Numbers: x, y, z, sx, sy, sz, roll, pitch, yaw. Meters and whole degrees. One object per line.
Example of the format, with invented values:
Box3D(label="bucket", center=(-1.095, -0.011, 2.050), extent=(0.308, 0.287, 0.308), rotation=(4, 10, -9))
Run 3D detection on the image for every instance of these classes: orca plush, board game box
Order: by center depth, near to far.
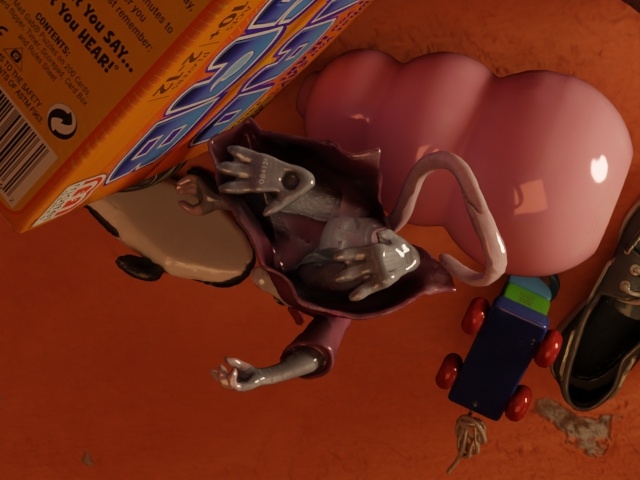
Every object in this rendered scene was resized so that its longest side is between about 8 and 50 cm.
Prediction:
Box3D(label="board game box", center=(-0.154, -0.288, 0.912), extent=(0.356, 0.356, 0.356), rotation=(-40, 87, 30))
Box3D(label="orca plush", center=(-0.209, -0.010, 1.295), extent=(0.287, 0.151, 0.102), rotation=(12, 154, 3))

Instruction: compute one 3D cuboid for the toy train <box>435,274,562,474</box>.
Box3D(label="toy train", center=(0.197, 0.139, 1.267), extent=(0.105, 0.143, 0.248), rotation=(24, 128, 8))

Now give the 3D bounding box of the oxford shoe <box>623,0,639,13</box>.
Box3D(label="oxford shoe", center=(0.236, -0.302, 1.022), extent=(0.363, 0.130, 0.132), rotation=(42, 145, -13))

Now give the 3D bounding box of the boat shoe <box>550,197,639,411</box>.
Box3D(label="boat shoe", center=(0.352, 0.060, 1.201), extent=(0.116, 0.099, 0.319), rotation=(27, 123, -3))

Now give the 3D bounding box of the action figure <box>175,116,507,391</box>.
Box3D(label="action figure", center=(0.000, 0.000, 1.091), extent=(0.275, 0.370, 0.248), rotation=(-15, 76, -3))

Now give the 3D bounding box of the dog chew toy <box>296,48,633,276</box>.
Box3D(label="dog chew toy", center=(0.134, -0.095, 1.111), extent=(0.331, 0.206, 0.207), rotation=(22, 123, 10))

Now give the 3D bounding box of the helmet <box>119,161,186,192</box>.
Box3D(label="helmet", center=(-0.211, -0.131, 1.186), extent=(0.169, 0.169, 0.161), rotation=(-40, 89, 29))
